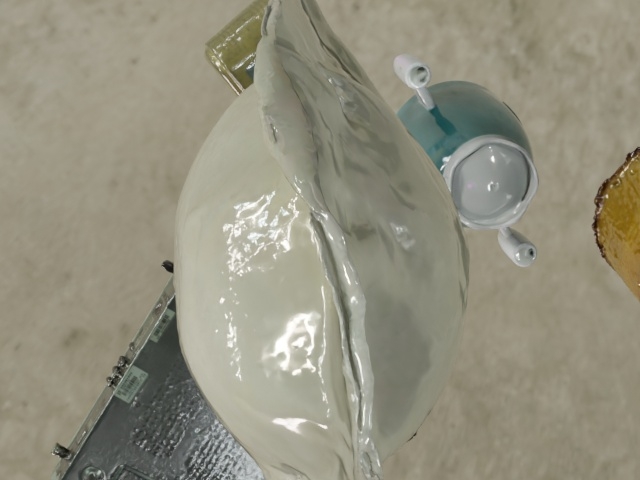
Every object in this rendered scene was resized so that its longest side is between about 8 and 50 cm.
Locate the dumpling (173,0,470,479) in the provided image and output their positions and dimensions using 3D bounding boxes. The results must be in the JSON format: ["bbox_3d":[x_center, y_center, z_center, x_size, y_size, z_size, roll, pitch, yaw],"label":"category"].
[{"bbox_3d":[0.001,-0.003,0.877,0.181,0.341,0.260,14,152,9],"label":"dumpling"}]

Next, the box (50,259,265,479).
[{"bbox_3d":[-0.103,0.149,1.416,0.211,0.045,0.270,31,95,-19],"label":"box"}]

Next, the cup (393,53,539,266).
[{"bbox_3d":[0.175,-0.090,1.817,0.167,0.173,0.299,-35,114,-1],"label":"cup"}]

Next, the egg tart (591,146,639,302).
[{"bbox_3d":[0.408,-0.001,1.668,0.215,0.171,0.215,-1,121,-1],"label":"egg tart"}]

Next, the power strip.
[{"bbox_3d":[0.032,-0.070,1.449,0.092,0.066,0.387,-41,126,0],"label":"power strip"}]
